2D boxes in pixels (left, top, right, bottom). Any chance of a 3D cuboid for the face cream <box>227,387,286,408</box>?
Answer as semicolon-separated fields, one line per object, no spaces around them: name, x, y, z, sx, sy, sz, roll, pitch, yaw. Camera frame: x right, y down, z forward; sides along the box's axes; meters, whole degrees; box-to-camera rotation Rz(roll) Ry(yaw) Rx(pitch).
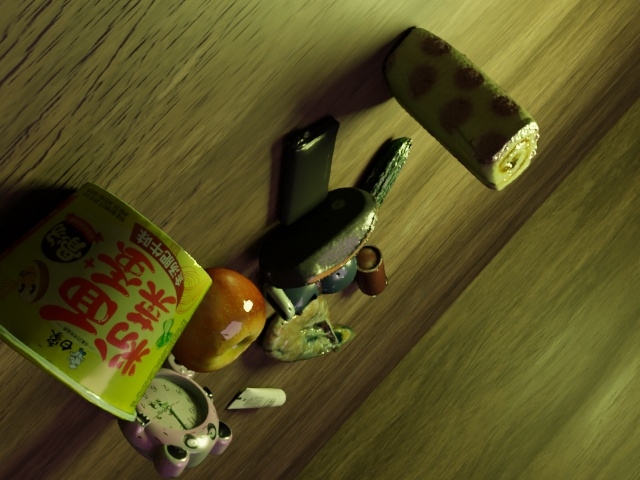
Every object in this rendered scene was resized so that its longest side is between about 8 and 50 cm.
face cream;-0.193;0.497;2.015;0.092;0.058;0.244;-47;151;11

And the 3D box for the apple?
apple;-0.222;0.159;1.311;0.235;0.173;0.210;-51;162;27

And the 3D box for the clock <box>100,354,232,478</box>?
clock;-0.320;0.367;1.351;0.227;0.248;0.090;-9;137;-56

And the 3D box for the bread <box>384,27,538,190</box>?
bread;0.289;-0.276;1.327;0.155;0.338;0.187;-43;156;3

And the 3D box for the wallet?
wallet;-0.022;-0.146;1.347;0.149;0.044;0.250;-37;154;-34

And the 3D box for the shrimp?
shrimp;-0.027;0.264;1.905;0.221;0.110;0.446;-60;151;5

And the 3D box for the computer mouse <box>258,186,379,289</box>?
computer mouse;0.002;0.004;1.444;0.323;0.183;0.116;-39;126;-18

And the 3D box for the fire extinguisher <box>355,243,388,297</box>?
fire extinguisher;0.155;0.100;1.967;0.105;0.105;0.269;-44;156;-10

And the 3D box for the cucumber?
cucumber;0.145;-0.146;1.605;0.077;0.077;0.265;-11;134;-54

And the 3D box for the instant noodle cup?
instant noodle cup;-0.314;0.073;0.902;0.221;0.311;0.311;-53;158;-17

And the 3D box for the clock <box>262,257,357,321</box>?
clock;-0.022;0.088;1.579;0.243;0.146;0.199;-35;164;-17
